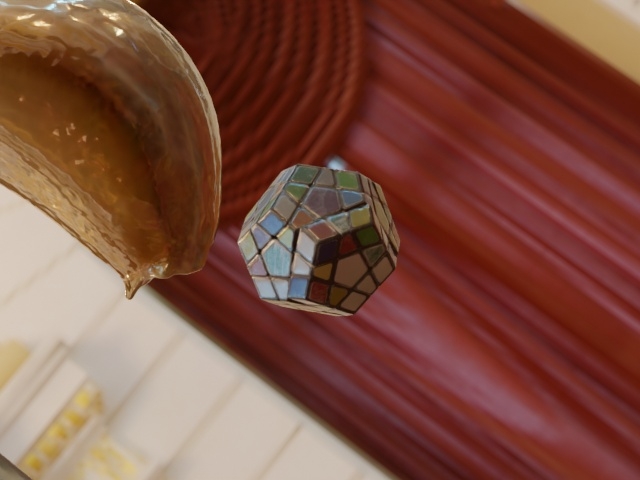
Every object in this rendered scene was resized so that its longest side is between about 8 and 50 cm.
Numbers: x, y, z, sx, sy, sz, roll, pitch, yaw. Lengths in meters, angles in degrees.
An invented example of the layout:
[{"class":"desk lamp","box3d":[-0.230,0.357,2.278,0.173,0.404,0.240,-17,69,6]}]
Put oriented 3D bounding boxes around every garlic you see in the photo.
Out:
[{"class":"garlic","box3d":[-0.133,-0.070,0.902,0.115,0.206,0.128,-71,0,-52]}]

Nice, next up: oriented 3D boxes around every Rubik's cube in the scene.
[{"class":"Rubik's cube","box3d":[0.000,0.000,1.321,0.111,0.093,0.111,-12,-59,-20]}]

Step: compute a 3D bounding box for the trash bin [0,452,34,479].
[{"class":"trash bin","box3d":[-0.152,0.185,0.587,0.280,0.432,0.280,-50,8,10]}]
